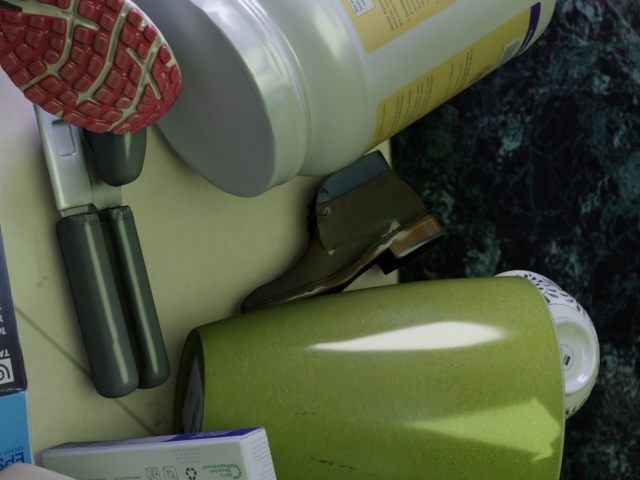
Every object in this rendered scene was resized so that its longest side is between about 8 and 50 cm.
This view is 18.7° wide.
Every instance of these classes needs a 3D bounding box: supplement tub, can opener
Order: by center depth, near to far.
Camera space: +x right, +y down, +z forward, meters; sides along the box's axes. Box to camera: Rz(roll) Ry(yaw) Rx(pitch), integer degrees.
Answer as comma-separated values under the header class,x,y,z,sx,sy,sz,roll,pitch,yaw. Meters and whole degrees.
class,x,y,z,sx,sy,sz,roll,pitch,yaw
can opener,-0.183,-0.006,1.671,0.074,0.093,0.280,-13,94,-43
supplement tub,0.018,-0.204,1.712,0.331,0.241,0.241,-33,105,-28

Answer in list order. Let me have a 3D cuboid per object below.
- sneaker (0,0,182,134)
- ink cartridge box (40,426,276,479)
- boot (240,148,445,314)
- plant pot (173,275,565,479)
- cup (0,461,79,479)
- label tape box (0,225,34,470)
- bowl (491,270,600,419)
class,x,y,z,sx,sy,sz,roll,pitch,yaw
sneaker,-0.238,-0.205,1.596,0.299,0.112,0.121,37,111,-12
ink cartridge box,-0.120,0.273,1.624,0.045,0.223,0.224,-16,97,-55
boot,0.000,0.000,1.804,0.219,0.082,0.106,-25,79,-25
plant pot,0.027,0.154,1.711,0.294,0.275,0.274,6,85,-15
cup,-0.208,0.311,1.500,0.331,0.331,0.237,31,74,-26
label tape box,-0.379,0.039,1.540,0.249,0.115,0.347,-11,97,-30
bowl,0.219,0.113,1.912,0.170,0.080,0.170,2,87,-32
